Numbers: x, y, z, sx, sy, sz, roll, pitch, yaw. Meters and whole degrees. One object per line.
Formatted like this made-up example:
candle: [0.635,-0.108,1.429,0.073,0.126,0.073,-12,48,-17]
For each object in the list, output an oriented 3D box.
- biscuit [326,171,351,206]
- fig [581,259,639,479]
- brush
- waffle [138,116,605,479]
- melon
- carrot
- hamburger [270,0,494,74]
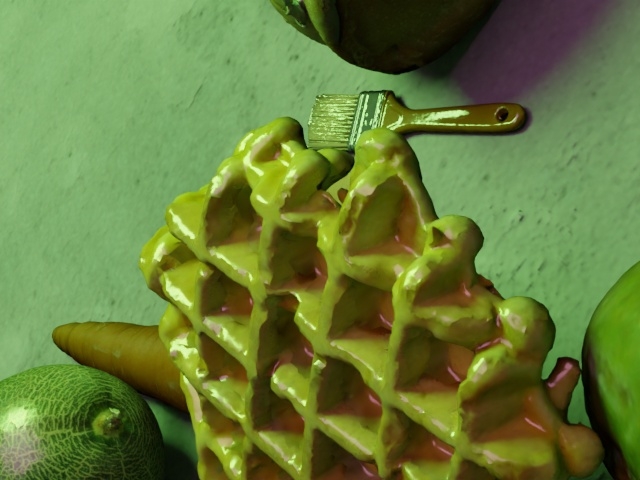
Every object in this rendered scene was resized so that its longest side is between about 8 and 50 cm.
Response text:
biscuit: [0.001,0.001,0.837,0.118,0.023,0.140,-38,50,25]
fig: [0.208,0.050,0.525,0.233,0.167,0.167,-48,46,28]
brush: [0.058,-0.076,0.824,0.170,0.014,0.043,3,76,43]
waffle: [0.012,0.093,0.643,0.329,0.062,0.329,29,133,37]
melon: [-0.176,0.153,0.854,0.192,0.139,0.139,-41,48,37]
carrot: [-0.098,0.080,0.870,0.336,0.069,0.069,8,78,49]
hamburger: [0.028,-0.191,0.779,0.113,0.186,0.177,43,148,35]
